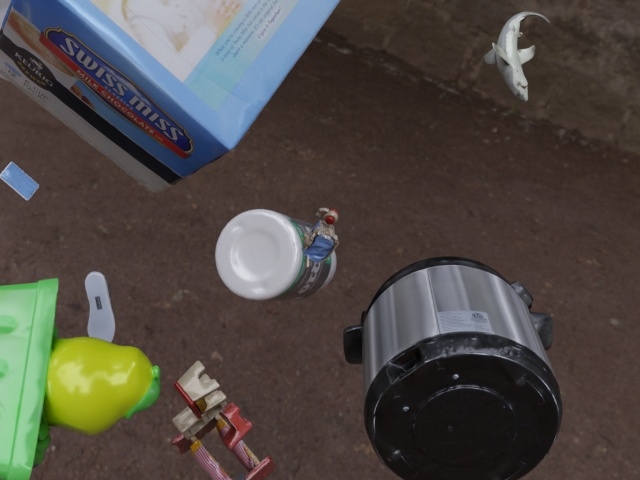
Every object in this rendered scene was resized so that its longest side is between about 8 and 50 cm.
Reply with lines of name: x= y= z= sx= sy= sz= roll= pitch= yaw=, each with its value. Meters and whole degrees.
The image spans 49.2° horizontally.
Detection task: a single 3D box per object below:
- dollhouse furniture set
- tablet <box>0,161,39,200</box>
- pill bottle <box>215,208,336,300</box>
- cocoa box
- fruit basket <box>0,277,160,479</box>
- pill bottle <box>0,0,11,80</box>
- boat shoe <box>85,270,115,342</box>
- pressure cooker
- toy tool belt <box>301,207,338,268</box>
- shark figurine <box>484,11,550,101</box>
dollhouse furniture set: x=-0.236 y=0.449 z=1.557 sx=0.152 sy=0.374 sz=0.201 roll=-39 pitch=65 yaw=-18
tablet: x=-0.697 y=-0.137 z=1.618 sx=0.083 sy=0.006 sz=0.054 roll=47 pitch=42 yaw=-29
pill bottle: x=-0.089 y=0.043 z=1.676 sx=0.204 sy=0.204 sz=0.361 roll=28 pitch=4 yaw=16
cocoa box: x=-0.132 y=-0.265 z=0.739 sx=0.231 sy=0.228 sz=0.347 roll=41 pitch=65 yaw=-21
fruit basket: x=-0.487 y=0.266 z=1.253 sx=0.391 sy=0.283 sz=0.392 roll=15 pitch=55 yaw=-23
pill bottle: x=-0.629 y=-0.500 z=1.555 sx=0.210 sy=0.210 sz=0.363 roll=10 pitch=30 yaw=-17
boat shoe: x=-0.652 y=0.200 z=2.069 sx=0.080 sy=0.229 sz=0.076 roll=-9 pitch=8 yaw=-4
pressure cooker: x=0.268 y=0.237 z=1.409 sx=0.369 sy=0.375 sz=0.420 roll=34 pitch=24 yaw=-15
toy tool belt: x=0.000 y=0.000 z=0.974 sx=0.052 sy=0.083 sz=0.051 roll=25 pitch=43 yaw=-4
shark figurine: x=0.478 y=-0.503 z=1.798 sx=0.166 sy=0.116 sz=0.279 roll=27 pitch=67 yaw=-27
